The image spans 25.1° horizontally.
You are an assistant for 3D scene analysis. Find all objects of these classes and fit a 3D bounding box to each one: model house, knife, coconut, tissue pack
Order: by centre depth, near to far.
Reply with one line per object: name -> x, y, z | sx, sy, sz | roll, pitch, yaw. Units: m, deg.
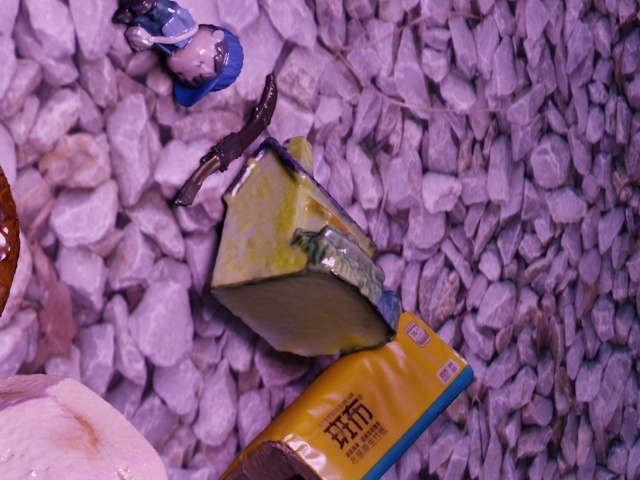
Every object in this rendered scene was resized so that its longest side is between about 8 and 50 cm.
coconut -> -0.267, 0.274, 1.255 | 0.309, 0.297, 0.297 | -23, 113, -49
knife -> -0.102, -0.104, 1.608 | 0.222, 0.021, 0.045 | -55, 135, -35
model house -> 0.000, 0.000, 1.632 | 0.194, 0.170, 0.211 | 43, 43, -44
tissue pack -> 0.028, 0.223, 1.681 | 0.134, 0.192, 0.271 | 45, 49, 5

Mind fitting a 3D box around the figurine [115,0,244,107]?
figurine -> -0.148, -0.208, 1.503 | 0.149, 0.086, 0.087 | 41, 40, -34

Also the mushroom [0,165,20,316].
mushroom -> -0.361, -0.005, 1.211 | 0.253, 0.153, 0.253 | 9, 79, -50
